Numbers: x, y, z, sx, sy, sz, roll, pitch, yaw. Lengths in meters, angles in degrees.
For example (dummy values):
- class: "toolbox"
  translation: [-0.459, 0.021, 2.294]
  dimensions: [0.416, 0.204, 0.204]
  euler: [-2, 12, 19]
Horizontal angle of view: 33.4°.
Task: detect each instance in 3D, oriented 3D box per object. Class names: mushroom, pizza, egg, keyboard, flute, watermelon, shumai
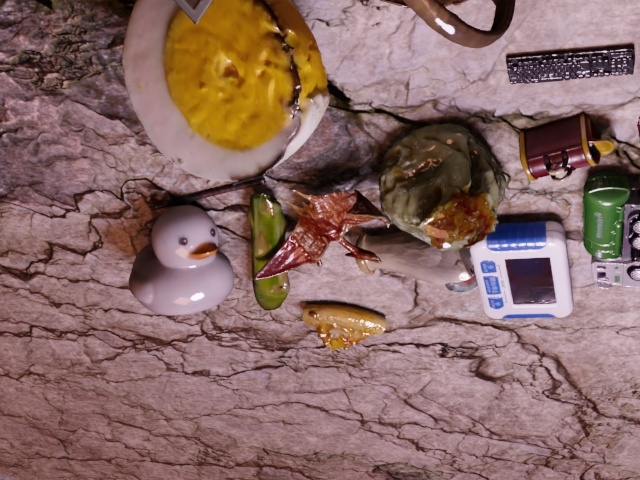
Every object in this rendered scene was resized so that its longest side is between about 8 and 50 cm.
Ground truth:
- class: "mushroom"
  translation: [0.187, 0.029, 2.023]
  dimensions: [0.246, 0.108, 0.096]
  euler: [9, 161, 30]
- class: "pizza"
  translation: [0.040, 0.192, 2.322]
  dimensions: [0.182, 0.063, 0.161]
  euler: [15, 148, -8]
- class: "egg"
  translation: [-0.126, -0.259, 1.644]
  dimensions: [0.337, 0.201, 0.337]
  euler: [7, 105, 27]
- class: "keyboard"
  translation: [0.390, -0.272, 1.664]
  dimensions: [0.195, 0.018, 0.060]
  euler: [-2, 144, 17]
- class: "flute"
  translation: [-0.219, -0.089, 2.055]
  dimensions: [0.269, 0.014, 0.014]
  euler: [-12, 138, 27]
- class: "watermelon"
  translation: [0.278, 0.069, 2.107]
  dimensions: [0.085, 0.085, 0.061]
  euler: [-3, 107, 17]
- class: "shumai"
  translation: [0.208, -0.047, 1.839]
  dimensions: [0.225, 0.222, 0.261]
  euler: [2, 147, 7]

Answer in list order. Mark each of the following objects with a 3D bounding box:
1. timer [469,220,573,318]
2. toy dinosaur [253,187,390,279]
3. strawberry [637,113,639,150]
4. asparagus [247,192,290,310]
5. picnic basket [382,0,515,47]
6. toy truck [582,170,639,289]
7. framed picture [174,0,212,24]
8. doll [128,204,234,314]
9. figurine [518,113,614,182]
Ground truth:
- class: "timer"
  translation: [0.388, 0.055, 2.041]
  dimensions: [0.178, 0.078, 0.253]
  euler: [-3, 141, 15]
- class: "toy dinosaur"
  translation: [-0.009, -0.004, 1.943]
  dimensions: [0.327, 0.113, 0.207]
  euler: [-2, 131, 38]
- class: "strawberry"
  translation: [0.603, -0.185, 1.557]
  dimensions: [0.274, 0.274, 0.221]
  euler: [6, 108, 6]
- class: "asparagus"
  translation: [-0.104, 0.008, 2.099]
  dimensions: [0.082, 0.085, 0.343]
  euler: [14, 139, 15]
- class: "picnic basket"
  translation: [0.147, -0.389, 1.324]
  dimensions: [0.293, 0.337, 0.337]
  euler: [35, 137, -29]
- class: "toy truck"
  translation: [0.528, -0.019, 1.893]
  dimensions: [0.124, 0.101, 0.243]
  euler: [3, 140, 18]
- class: "framed picture"
  translation: [-0.213, -0.461, 1.463]
  dimensions: [0.274, 0.017, 0.217]
  euler: [49, 138, 0]
- class: "doll"
  translation: [-0.279, 0.031, 2.109]
  dimensions: [0.221, 0.221, 0.251]
  euler: [39, 162, -32]
- class: "figurine"
  translation: [0.407, -0.143, 1.762]
  dimensions: [0.154, 0.098, 0.082]
  euler: [-12, 134, 31]
